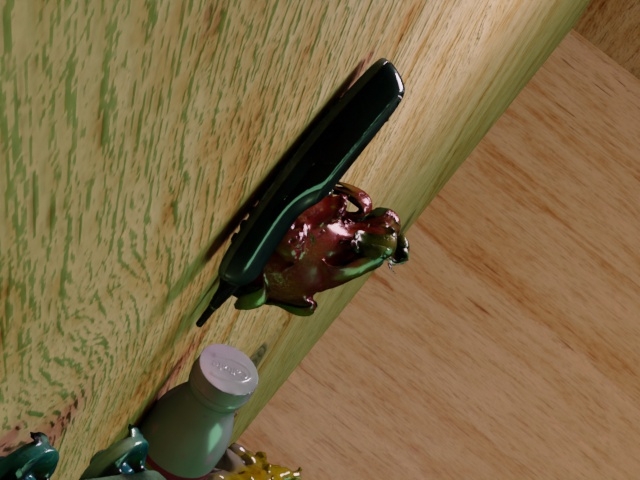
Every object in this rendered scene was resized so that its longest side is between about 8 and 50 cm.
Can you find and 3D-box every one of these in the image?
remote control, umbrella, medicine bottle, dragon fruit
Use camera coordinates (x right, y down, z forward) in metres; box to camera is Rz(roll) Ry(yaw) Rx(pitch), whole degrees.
[{"bbox_3d":[-0.008,-0.054,1.337,0.222,0.042,0.072,-52,173,-7],"label":"remote control"},{"bbox_3d":[-0.034,-0.014,1.431,0.044,0.044,0.269,6,127,-48],"label":"umbrella"},{"bbox_3d":[-0.140,0.200,1.727,0.217,0.090,0.090,-56,174,37],"label":"medicine bottle"},{"bbox_3d":[0.000,0.000,1.529,0.138,0.175,0.142,165,-72,-85],"label":"dragon fruit"}]

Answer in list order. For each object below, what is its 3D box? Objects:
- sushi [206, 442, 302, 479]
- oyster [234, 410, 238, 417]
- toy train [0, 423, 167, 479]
[{"bbox_3d":[-0.170,0.435,2.005,0.351,0.240,0.396,-31,170,-45],"label":"sushi"},{"bbox_3d":[-0.146,0.214,2.007,0.177,0.056,0.105,-51,169,-20],"label":"oyster"},{"bbox_3d":[-0.190,0.237,1.169,0.194,0.120,0.298,-48,164,8],"label":"toy train"}]
